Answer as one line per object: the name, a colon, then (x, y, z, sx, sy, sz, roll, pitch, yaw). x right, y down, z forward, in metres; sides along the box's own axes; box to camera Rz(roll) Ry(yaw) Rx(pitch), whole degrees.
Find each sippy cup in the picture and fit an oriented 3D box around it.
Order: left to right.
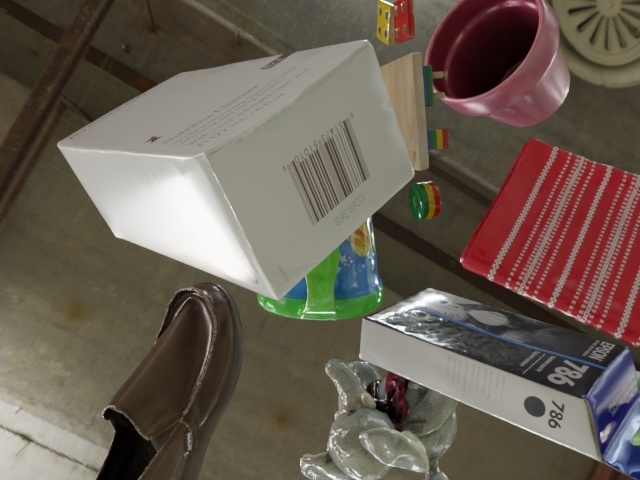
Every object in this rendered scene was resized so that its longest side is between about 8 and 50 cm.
sippy cup: (0.000, 0.000, 0.967, 0.239, 0.305, 0.224, -8, -75, -34)

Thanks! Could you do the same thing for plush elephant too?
plush elephant: (0.098, 0.299, 0.911, 0.255, 0.271, 0.330, 16, -131, -43)

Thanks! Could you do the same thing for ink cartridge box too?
ink cartridge box: (0.223, 0.141, 0.619, 0.165, 0.332, 0.065, -14, -66, -48)

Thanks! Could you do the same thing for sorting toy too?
sorting toy: (0.116, -0.169, 0.679, 0.046, 0.132, 0.275, -9, -79, -11)

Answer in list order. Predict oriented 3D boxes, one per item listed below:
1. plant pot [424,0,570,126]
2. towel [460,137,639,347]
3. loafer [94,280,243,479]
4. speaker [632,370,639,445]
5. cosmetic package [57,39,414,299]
plant pot: (0.299, -0.276, 0.860, 0.180, 0.201, 0.202, 20, -95, -41)
towel: (0.299, 0.005, 0.521, 0.274, 0.031, 0.199, 25, -119, 25)
loafer: (-0.211, 0.224, 0.724, 0.130, 0.133, 0.366, 34, -118, -49)
speaker: (0.512, 0.294, 0.954, 0.296, 0.131, 0.131, 9, -93, -14)
cosmetic package: (-0.116, -0.093, 0.611, 0.217, 0.384, 0.156, -42, -55, -29)
